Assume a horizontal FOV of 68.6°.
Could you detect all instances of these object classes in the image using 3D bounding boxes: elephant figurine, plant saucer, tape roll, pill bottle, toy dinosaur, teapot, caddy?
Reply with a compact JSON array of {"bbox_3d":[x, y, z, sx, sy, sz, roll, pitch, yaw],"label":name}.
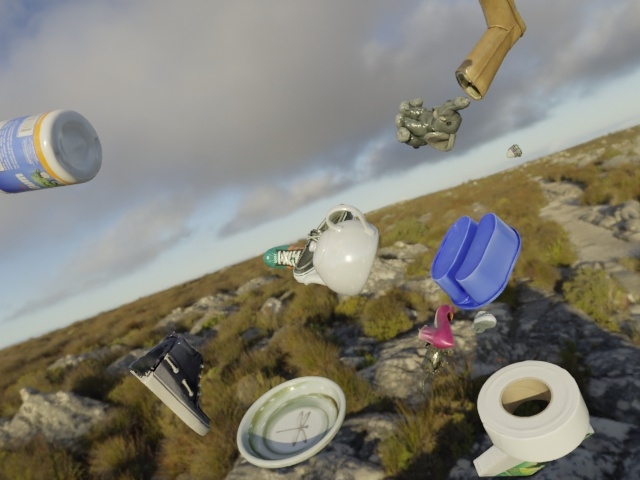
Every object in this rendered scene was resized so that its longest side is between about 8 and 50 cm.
[{"bbox_3d":[0.365,-0.357,1.453,0.239,0.170,0.186,10,21,34],"label":"elephant figurine"},{"bbox_3d":[-0.089,0.645,1.634,0.400,0.101,0.400,-18,20,7],"label":"plant saucer"},{"bbox_3d":[0.606,0.485,1.354,0.286,0.100,0.286,-27,21,11],"label":"tape roll"},{"bbox_3d":[-0.616,-0.177,0.978,0.271,0.153,0.152,-6,5,16],"label":"pill bottle"},{"bbox_3d":[0.544,0.571,2.259,0.120,0.314,0.160,11,-10,-11],"label":"toy dinosaur"},{"bbox_3d":[0.059,0.037,1.439,0.187,0.256,0.252,18,-5,-5],"label":"teapot"},{"bbox_3d":[0.538,0.070,1.606,0.241,0.179,0.341,-6,50,61],"label":"caddy"}]

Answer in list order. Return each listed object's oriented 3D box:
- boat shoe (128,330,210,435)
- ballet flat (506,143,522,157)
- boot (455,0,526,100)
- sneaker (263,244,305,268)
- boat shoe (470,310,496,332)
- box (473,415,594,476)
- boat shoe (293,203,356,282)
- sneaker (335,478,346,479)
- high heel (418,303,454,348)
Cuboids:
[{"bbox_3d":[-0.370,0.405,1.320,0.127,0.341,0.158,18,54,41],"label":"boat shoe"},{"bbox_3d":[0.548,-0.249,1.332,0.041,0.041,0.114,-20,2,21],"label":"ballet flat"},{"bbox_3d":[0.500,-0.613,1.440,0.270,0.236,0.089,-54,23,-4],"label":"boot"},{"bbox_3d":[-0.093,0.071,1.983,0.301,0.108,0.121,0,-2,-3],"label":"sneaker"},{"bbox_3d":[0.714,0.347,2.072,0.083,0.076,0.226,14,-21,3],"label":"boat shoe"},{"bbox_3d":[0.681,0.671,1.517,0.232,0.059,0.322,9,-48,-20],"label":"box"},{"bbox_3d":[0.000,0.000,1.697,0.121,0.119,0.335,11,54,44],"label":"boat shoe"},{"bbox_3d":[0.087,0.842,1.451,0.153,0.094,0.235,-21,9,27],"label":"sneaker"},{"bbox_3d":[0.427,0.283,1.557,0.117,0.082,0.244,13,19,34],"label":"high heel"}]
